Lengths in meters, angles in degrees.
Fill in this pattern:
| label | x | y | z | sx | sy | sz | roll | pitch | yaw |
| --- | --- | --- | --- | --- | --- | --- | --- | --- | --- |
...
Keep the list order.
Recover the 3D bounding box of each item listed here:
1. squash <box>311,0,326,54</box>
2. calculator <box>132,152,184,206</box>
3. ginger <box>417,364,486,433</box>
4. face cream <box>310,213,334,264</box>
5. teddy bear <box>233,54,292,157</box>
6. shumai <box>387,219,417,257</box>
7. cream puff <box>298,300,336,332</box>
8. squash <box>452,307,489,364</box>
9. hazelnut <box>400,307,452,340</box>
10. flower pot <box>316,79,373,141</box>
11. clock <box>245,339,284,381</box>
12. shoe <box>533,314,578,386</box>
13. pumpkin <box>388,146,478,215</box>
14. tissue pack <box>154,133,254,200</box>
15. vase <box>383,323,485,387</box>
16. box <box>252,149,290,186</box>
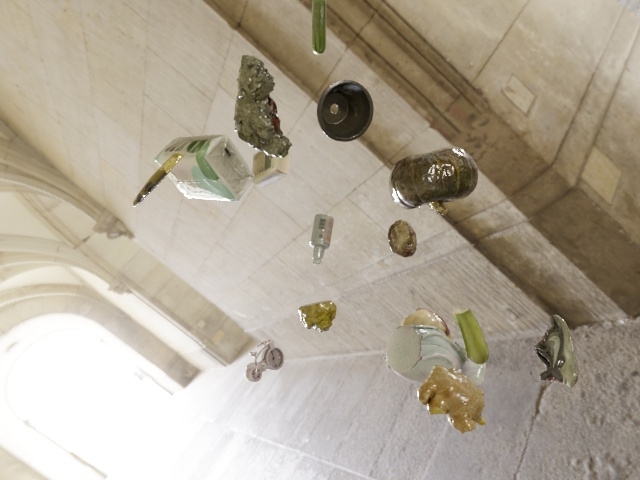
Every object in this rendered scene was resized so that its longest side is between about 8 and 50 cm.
| label | x | y | z | sx | sy | sz | roll | pitch | yaw |
| --- | --- | --- | --- | --- | --- | --- | --- | --- | --- |
| squash | -0.007 | -0.894 | 1.783 | 0.066 | 0.066 | 0.228 | -62 | -23 | -58 |
| calculator | -0.541 | -0.196 | 1.405 | 0.237 | 0.033 | 0.157 | -35 | 24 | 34 |
| ginger | 0.388 | 0.453 | 1.221 | 0.157 | 0.216 | 0.102 | -49 | -4 | -36 |
| face cream | 0.000 | 0.000 | 2.095 | 0.101 | 0.101 | 0.251 | 148 | 135 | -65 |
| teddy bear | -0.240 | -0.556 | 1.710 | 0.225 | 0.357 | 0.367 | -8 | -32 | -18 |
| shumai | 0.313 | -0.007 | 1.565 | 0.105 | 0.123 | 0.138 | -175 | 97 | -70 |
| cream puff | -0.006 | 0.278 | 1.542 | 0.147 | 0.116 | 0.146 | -10 | -2 | 0 |
| squash | 0.564 | 0.353 | 1.600 | 0.083 | 0.249 | 0.083 | -23 | 15 | 6 |
| hazelnut | 0.469 | 0.446 | 1.966 | 0.261 | 0.261 | 0.241 | -51 | 19 | -14 |
| flower pot | 0.086 | -0.591 | 1.943 | 0.269 | 0.269 | 0.166 | -49 | 30 | 2 |
| clock | -0.156 | 0.329 | 1.172 | 0.041 | 0.086 | 0.129 | -16 | 9 | 44 |
| shoe | 0.733 | 0.346 | 1.354 | 0.112 | 0.099 | 0.227 | -8 | 58 | 16 |
| pumpkin | 0.272 | -0.137 | 1.041 | 0.219 | 0.162 | 0.219 | -14 | 2 | 0 |
| tissue pack | -0.506 | -0.317 | 1.886 | 0.357 | 0.266 | 0.193 | 6 | 53 | 37 |
| vase | 0.483 | 0.491 | 1.765 | 0.250 | 0.446 | 0.249 | -34 | 44 | 41 |
| box | -0.258 | -0.389 | 2.216 | 0.212 | 0.095 | 0.167 | -18 | 66 | 45 |
